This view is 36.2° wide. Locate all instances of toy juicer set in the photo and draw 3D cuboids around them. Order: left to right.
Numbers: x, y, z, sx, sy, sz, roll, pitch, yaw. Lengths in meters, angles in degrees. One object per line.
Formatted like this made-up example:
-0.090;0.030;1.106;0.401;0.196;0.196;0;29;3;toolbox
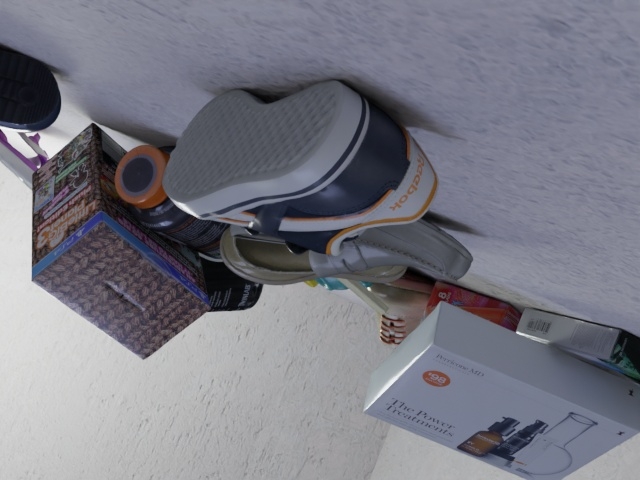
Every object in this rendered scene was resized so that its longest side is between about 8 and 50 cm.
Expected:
-0.001;0.015;1.764;0.209;0.089;0.329;44;170;-22;toy juicer set

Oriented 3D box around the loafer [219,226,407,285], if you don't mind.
0.000;0.000;1.315;0.268;0.102;0.092;0;151;-17;loafer

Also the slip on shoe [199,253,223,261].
-0.274;-0.080;1.825;0.331;0.101;0.123;31;-142;27;slip on shoe

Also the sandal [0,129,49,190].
-0.664;-0.210;2.124;0.416;0.102;0.169;35;170;43;sandal

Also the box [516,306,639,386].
0.514;0.205;1.613;0.322;0.058;0.232;24;175;-25;box

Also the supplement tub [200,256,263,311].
-0.293;0.042;1.917;0.338;0.207;0.207;-1;-176;-23;supplement tub

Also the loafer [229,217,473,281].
0.031;-0.002;1.196;0.319;0.111;0.112;19;174;29;loafer

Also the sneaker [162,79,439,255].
-0.028;-0.054;0.843;0.127;0.126;0.321;31;170;-28;sneaker

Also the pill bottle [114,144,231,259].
-0.200;-0.062;1.464;0.130;0.130;0.245;19;174;29;pill bottle

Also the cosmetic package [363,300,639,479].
0.301;0.271;1.658;0.377;0.097;0.284;23;140;-8;cosmetic package

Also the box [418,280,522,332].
0.308;0.193;1.869;0.154;0.142;0.300;19;173;30;box

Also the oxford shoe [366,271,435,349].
0.171;0.146;1.926;0.140;0.147;0.397;22;175;27;oxford shoe

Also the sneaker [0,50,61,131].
-0.477;-0.209;1.212;0.319;0.112;0.131;24;172;-7;sneaker

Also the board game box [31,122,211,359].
-0.315;-0.003;1.524;0.232;0.141;0.291;44;-165;-35;board game box
